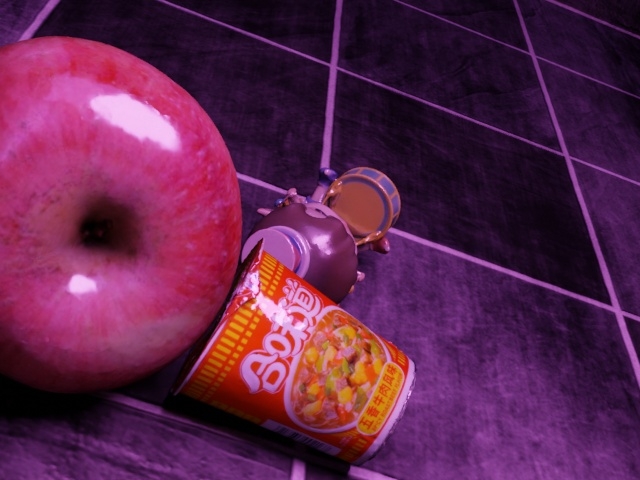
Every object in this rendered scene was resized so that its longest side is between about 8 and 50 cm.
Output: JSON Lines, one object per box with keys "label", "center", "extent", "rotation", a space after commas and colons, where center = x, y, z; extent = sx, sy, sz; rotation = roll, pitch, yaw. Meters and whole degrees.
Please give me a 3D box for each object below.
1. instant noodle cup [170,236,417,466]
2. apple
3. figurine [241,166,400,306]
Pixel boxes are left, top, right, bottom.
{"label": "instant noodle cup", "center": [-0.019, 0.129, 1.026], "extent": [0.212, 0.193, 0.193], "rotation": [31, 32, -7]}
{"label": "apple", "center": [-0.236, -0.028, 0.942], "extent": [0.345, 0.344, 0.269], "rotation": [9, 14, -24]}
{"label": "figurine", "center": [-0.006, 0.005, 1.212], "extent": [0.161, 0.158, 0.275], "rotation": [47, 33, -4]}
